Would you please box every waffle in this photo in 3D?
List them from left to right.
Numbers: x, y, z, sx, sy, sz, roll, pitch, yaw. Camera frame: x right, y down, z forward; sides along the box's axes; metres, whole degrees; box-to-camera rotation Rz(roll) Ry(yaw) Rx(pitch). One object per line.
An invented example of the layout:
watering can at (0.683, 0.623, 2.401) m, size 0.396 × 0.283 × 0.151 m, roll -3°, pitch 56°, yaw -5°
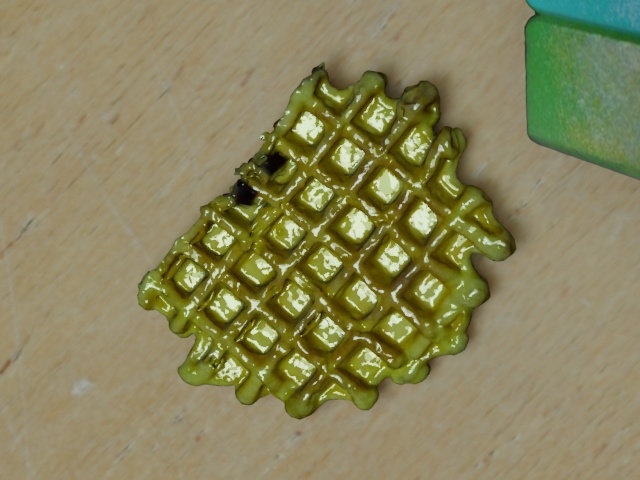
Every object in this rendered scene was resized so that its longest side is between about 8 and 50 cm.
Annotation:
waffle at (0.000, 0.000, 1.198) m, size 0.309 × 0.065 × 0.283 m, roll -5°, pitch 98°, yaw 10°

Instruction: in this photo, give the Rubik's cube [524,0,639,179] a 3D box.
Rubik's cube at (0.299, -0.179, 0.907) m, size 0.368 × 0.358 × 0.387 m, roll 38°, pitch 123°, yaw 12°
